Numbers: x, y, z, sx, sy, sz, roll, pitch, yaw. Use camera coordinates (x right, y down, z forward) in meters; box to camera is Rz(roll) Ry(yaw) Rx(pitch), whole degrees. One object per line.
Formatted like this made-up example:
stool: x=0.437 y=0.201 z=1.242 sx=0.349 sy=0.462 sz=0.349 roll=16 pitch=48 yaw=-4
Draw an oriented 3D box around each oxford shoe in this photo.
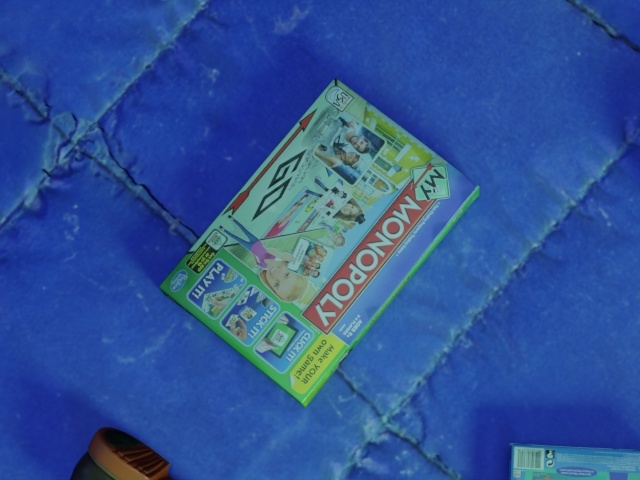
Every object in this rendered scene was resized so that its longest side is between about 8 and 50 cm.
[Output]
oxford shoe: x=-0.159 y=0.322 z=1.666 sx=0.271 sy=0.097 sz=0.098 roll=38 pitch=103 yaw=15

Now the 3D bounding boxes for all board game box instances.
board game box: x=0.000 y=0.000 z=1.737 sx=0.213 sy=0.046 sz=0.317 roll=38 pitch=83 yaw=12
board game box: x=0.277 y=0.327 z=1.632 sx=0.160 sy=0.047 sz=0.210 roll=2 pitch=74 yaw=9
